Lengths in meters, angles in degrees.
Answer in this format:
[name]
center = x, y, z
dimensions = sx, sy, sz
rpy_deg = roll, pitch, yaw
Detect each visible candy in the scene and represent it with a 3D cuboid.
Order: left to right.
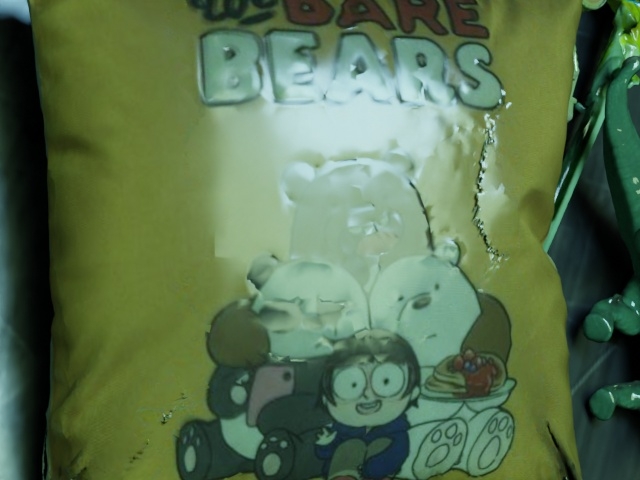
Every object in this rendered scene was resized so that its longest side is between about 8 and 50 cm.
[candy]
center = 0.179, -0.097, 1.081
dimensions = 0.073, 0.077, 0.262
rpy_deg = 39, 69, -38

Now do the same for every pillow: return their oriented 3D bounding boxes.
[pillow]
center = 0.000, 0.000, 0.885
dimensions = 0.310, 0.119, 0.312
rpy_deg = 0, 88, -16

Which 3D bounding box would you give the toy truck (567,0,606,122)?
[toy truck]
center = 0.121, -0.146, 1.035
dimensions = 0.116, 0.085, 0.191
rpy_deg = 17, 75, -38

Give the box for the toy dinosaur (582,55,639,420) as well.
[toy dinosaur]
center = 0.207, 0.044, 1.054
dimensions = 0.120, 0.079, 0.292
rpy_deg = -42, 110, -38
